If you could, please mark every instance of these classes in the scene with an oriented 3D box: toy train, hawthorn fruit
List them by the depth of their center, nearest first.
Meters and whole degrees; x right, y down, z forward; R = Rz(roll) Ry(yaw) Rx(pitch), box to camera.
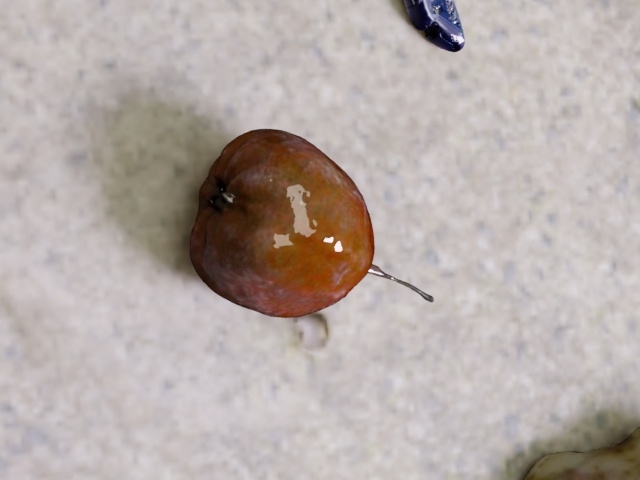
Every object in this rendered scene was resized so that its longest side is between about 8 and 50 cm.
[{"bbox_3d":[0.000,0.000,0.657,0.103,0.067,0.067,21,76,-35],"label":"hawthorn fruit"},{"bbox_3d":[0.037,-0.114,0.707,0.017,0.017,0.083,-22,95,-24],"label":"toy train"}]

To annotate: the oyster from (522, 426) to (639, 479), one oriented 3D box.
[{"bbox_3d":[0.232,0.181,0.721,0.341,0.110,0.166,43,63,-2],"label":"oyster"}]
